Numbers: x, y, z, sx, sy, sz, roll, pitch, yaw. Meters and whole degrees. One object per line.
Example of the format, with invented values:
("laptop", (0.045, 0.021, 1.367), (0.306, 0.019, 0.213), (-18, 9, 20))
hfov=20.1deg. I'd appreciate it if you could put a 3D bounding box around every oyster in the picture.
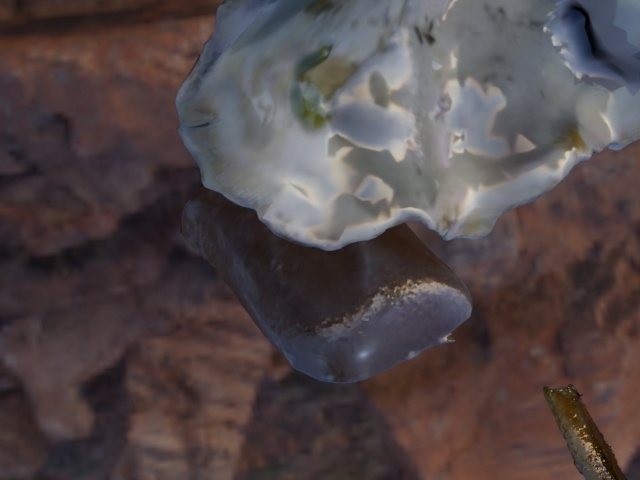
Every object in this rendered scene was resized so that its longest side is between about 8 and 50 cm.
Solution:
("oyster", (0.064, -0.172, 0.689), (0.238, 0.351, 0.115), (-1, -178, -33))

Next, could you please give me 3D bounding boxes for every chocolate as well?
("chocolate", (-0.001, -0.001, 1.453), (0.161, 0.261, 0.083), (-29, 136, -19))

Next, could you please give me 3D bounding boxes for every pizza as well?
("pizza", (0.105, 0.088, 0.669), (0.016, 0.083, 0.037), (-30, -175, 14))
